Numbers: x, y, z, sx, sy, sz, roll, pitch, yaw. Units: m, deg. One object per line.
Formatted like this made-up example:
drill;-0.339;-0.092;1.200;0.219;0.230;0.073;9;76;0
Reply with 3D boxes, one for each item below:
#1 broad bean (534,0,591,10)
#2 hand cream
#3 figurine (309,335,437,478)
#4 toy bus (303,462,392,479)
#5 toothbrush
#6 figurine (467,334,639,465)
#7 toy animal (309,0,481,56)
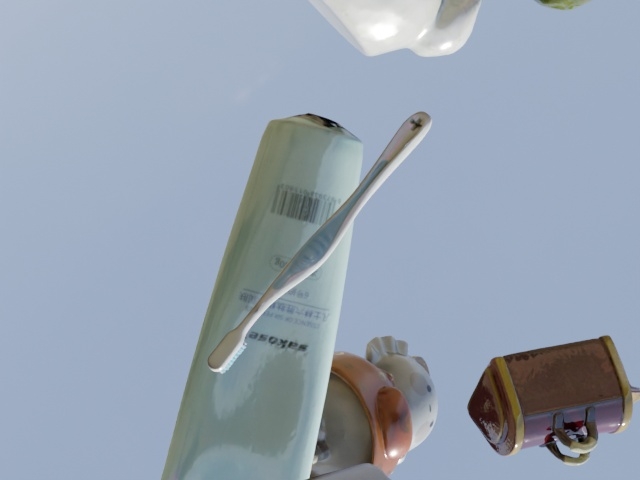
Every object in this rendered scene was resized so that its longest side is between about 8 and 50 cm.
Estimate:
broad bean;0.160;-0.223;1.139;0.153;0.072;0.206;115;-1;-57
hand cream;-0.035;0.068;1.334;0.067;0.109;0.320;171;-68;-70
figurine;0.034;0.166;1.847;0.143;0.143;0.271;-29;180;20
toy bus;-0.075;0.222;0.896;0.289;0.139;0.157;-34;172;21
toothbrush;0.000;0.000;0.931;0.162;0.014;0.017;-51;158;-4
figurine;0.215;0.144;1.656;0.154;0.082;0.098;-7;-130;-21
toy animal;0.110;-0.359;1.895;0.367;0.241;0.196;-56;-164;2
